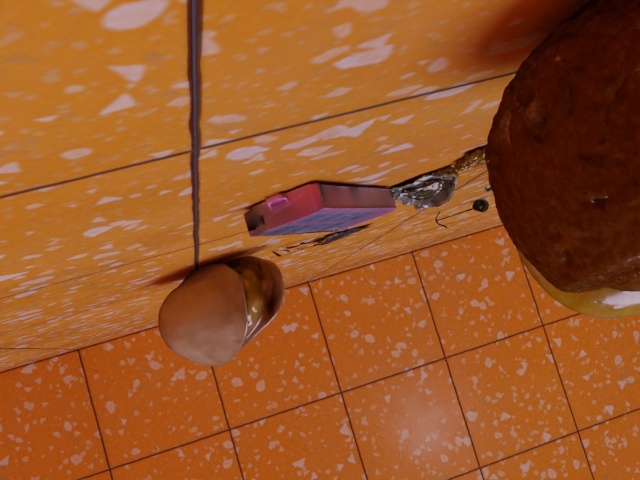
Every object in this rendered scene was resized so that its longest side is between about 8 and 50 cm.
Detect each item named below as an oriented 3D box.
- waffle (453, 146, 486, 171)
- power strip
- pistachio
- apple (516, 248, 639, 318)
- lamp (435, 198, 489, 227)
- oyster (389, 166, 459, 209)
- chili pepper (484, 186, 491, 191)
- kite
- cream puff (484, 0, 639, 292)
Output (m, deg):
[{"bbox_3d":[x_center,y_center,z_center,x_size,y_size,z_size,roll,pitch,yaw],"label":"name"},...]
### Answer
[{"bbox_3d":[0.219,-0.113,0.954,0.078,0.016,0.085,-14,174,-25],"label":"waffle"},{"bbox_3d":[0.009,-0.040,0.928,0.109,0.038,0.279,-20,173,25],"label":"power strip"},{"bbox_3d":[-0.190,0.137,1.317,0.187,0.188,0.299,-12,168,-42],"label":"pistachio"},{"bbox_3d":[0.401,-0.036,0.946,0.285,0.286,0.233,-19,-176,17],"label":"apple"},{"bbox_3d":[0.337,-0.067,1.665,0.121,0.041,0.054,-20,-176,-7],"label":"lamp"},{"bbox_3d":[0.149,-0.081,1.031,0.100,0.037,0.098,3,156,5],"label":"oyster"},{"bbox_3d":[0.319,-0.118,1.084,0.153,0.041,0.050,-33,-166,4],"label":"chili pepper"},{"bbox_3d":[0.001,0.003,1.445,0.229,0.016,0.127,-13,170,-36],"label":"kite"},{"bbox_3d":[0.262,-0.077,0.483,0.302,0.212,0.303,-9,169,-2],"label":"cream puff"}]
